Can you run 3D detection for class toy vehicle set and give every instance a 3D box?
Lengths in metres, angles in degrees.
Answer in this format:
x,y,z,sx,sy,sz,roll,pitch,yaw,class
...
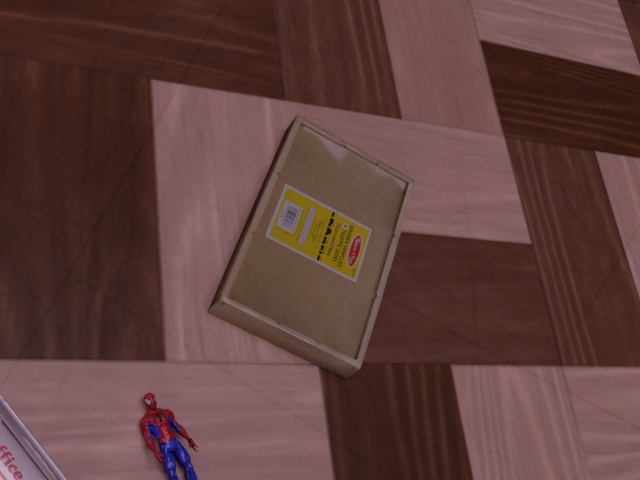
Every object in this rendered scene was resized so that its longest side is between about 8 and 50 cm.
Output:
x,y,z,sx,sy,sz,roll,pitch,yaw,class
0.000,0.000,0.931,0.166,0.035,0.266,29,55,-12,toy vehicle set

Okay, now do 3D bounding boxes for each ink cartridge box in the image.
x,y,z,sx,sy,sz,roll,pitch,yaw,class
-0.236,0.191,0.601,0.115,0.198,0.067,50,53,4,ink cartridge box

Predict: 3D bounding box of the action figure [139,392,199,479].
x,y,z,sx,sy,sz,roll,pitch,yaw,class
-0.135,0.191,0.764,0.038,0.030,0.115,-21,74,-29,action figure
